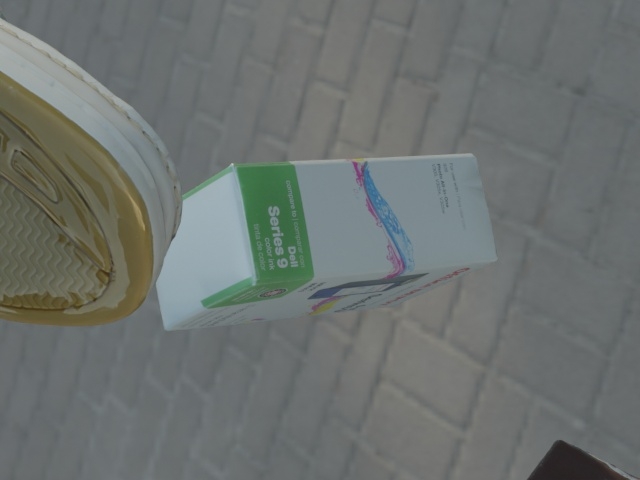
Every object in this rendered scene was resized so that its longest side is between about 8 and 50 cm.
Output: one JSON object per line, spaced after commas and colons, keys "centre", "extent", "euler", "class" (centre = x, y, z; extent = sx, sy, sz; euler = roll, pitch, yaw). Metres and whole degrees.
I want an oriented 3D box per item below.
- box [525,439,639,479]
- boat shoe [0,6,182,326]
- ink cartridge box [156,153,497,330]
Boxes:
{"centre": [0.118, 0.322, 1.082], "extent": [0.143, 0.381, 0.191], "euler": [28, 125, 16], "class": "box"}
{"centre": [-0.144, -0.062, 0.539], "extent": [0.277, 0.096, 0.098], "euler": [26, 125, 26], "class": "boat shoe"}
{"centre": [0.000, 0.000, 1.200], "extent": [0.154, 0.212, 0.093], "euler": [-27, 73, 56], "class": "ink cartridge box"}
